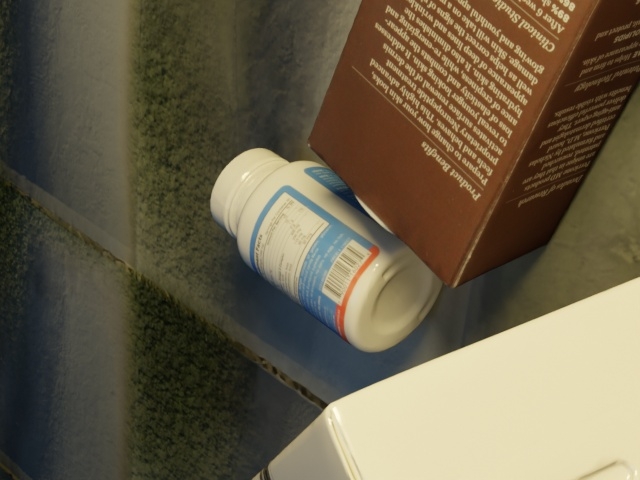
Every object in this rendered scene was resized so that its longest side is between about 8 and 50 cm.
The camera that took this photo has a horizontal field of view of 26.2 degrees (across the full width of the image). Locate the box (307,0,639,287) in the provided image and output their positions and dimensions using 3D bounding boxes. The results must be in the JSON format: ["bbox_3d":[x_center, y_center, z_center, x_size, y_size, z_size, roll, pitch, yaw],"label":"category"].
[{"bbox_3d":[0.145,-0.169,1.045,0.191,0.143,0.381,47,134,25],"label":"box"}]

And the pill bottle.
[{"bbox_3d":[0.000,0.000,1.296,0.221,0.124,0.124,36,131,35],"label":"pill bottle"}]

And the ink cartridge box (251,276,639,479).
[{"bbox_3d":[0.101,0.200,1.063,0.166,0.285,0.395,64,156,13],"label":"ink cartridge box"}]
